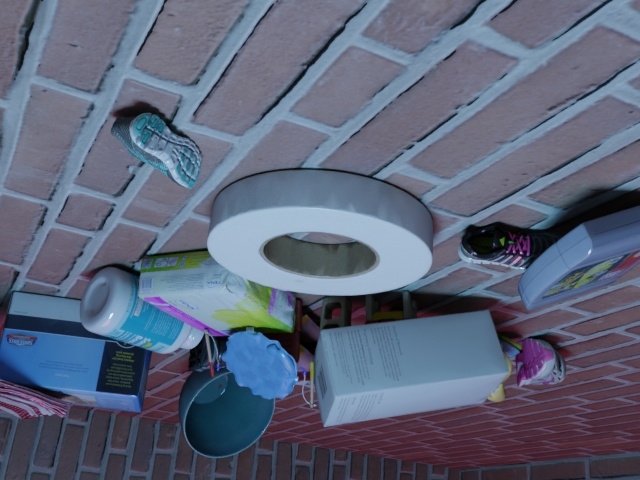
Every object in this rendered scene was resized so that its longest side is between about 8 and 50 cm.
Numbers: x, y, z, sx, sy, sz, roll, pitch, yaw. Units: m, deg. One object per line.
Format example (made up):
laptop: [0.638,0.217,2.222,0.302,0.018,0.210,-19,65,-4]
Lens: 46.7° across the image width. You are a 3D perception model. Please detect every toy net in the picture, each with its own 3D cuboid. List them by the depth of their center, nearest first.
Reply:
toy net: [0.385,0.219,1.751,0.122,0.045,0.232,24,170,41]

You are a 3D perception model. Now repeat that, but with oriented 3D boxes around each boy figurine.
boy figurine: [0.387,0.305,1.775,0.092,0.177,0.285,-32,165,-4]

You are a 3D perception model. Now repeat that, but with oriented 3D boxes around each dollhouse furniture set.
dollhouse furniture set: [0.049,0.229,1.691,0.374,0.152,0.201,-5,155,22]

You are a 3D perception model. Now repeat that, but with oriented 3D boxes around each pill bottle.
pill bottle: [-0.383,0.165,1.641,0.146,0.146,0.264,-16,149,39]

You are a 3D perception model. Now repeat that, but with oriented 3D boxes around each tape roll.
tape roll: [0.000,0.000,1.280,0.392,0.072,0.392,4,157,2]

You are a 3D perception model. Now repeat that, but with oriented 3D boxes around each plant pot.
plant pot: [-0.309,0.479,2.247,0.290,0.290,0.195,23,-175,-36]

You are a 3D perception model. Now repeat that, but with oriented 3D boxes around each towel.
towel: [-0.772,0.381,1.792,0.237,0.037,0.329,30,150,-31]

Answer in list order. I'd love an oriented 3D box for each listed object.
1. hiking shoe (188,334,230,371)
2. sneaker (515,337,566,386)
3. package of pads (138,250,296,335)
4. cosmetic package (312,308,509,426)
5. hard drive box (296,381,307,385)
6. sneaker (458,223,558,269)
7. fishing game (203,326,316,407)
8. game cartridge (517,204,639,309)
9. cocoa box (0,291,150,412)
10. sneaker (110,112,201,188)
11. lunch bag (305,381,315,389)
hiking shoe: [-0.259,0.287,1.886,0.132,0.113,0.304,8,175,-17]
sneaker: [0.558,0.303,1.843,0.111,0.103,0.252,-1,162,5]
package of pads: [-0.203,0.118,1.554,0.229,0.101,0.296,-6,155,25]
cosmetic package: [0.180,0.270,1.550,0.365,0.155,0.197,-6,149,-13]
hard drive box: [-0.102,0.318,2.009,0.181,0.089,0.232,9,156,-10]
sneaker: [0.314,0.009,1.246,0.170,0.063,0.075,2,163,18]
fishing game: [-0.129,0.263,1.602,0.264,0.041,0.189,10,125,21]
game cartridge: [0.437,0.033,1.207,0.196,0.060,0.294,-12,158,-9]
cocoa box: [-0.606,0.289,1.869,0.347,0.228,0.231,8,156,-8]
sneaker: [-0.233,-0.131,1.060,0.076,0.065,0.166,11,159,30]
lunch bag: [-0.009,0.437,2.309,0.071,0.053,0.083,27,158,-37]
